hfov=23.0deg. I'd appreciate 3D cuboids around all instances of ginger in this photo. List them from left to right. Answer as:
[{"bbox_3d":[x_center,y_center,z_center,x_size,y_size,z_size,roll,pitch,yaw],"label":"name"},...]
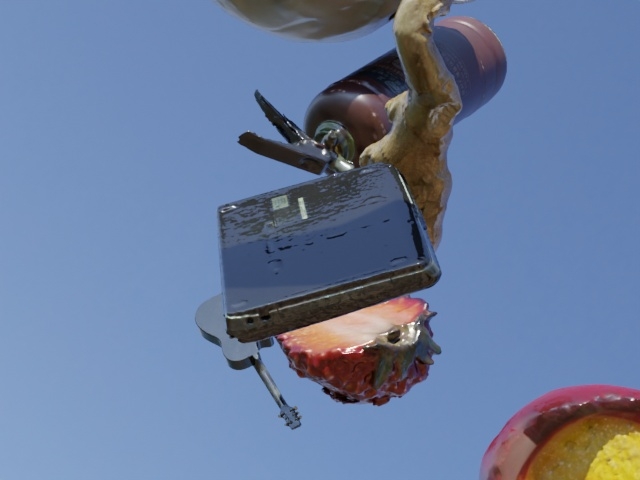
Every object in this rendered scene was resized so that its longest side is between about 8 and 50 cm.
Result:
[{"bbox_3d":[0.074,-0.090,1.265,0.089,0.075,0.288,26,-53,33],"label":"ginger"}]

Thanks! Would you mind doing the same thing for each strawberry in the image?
[{"bbox_3d":[0.034,0.137,1.893,0.236,0.190,0.111,15,-58,52],"label":"strawberry"}]

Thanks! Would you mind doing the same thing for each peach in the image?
[{"bbox_3d":[0.240,0.208,1.257,0.226,0.190,0.196,11,-53,57],"label":"peach"}]

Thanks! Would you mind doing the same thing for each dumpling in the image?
[{"bbox_3d":[-0.030,-0.280,1.555,0.341,0.260,0.181,40,-66,18],"label":"dumpling"}]

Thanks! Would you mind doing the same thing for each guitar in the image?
[{"bbox_3d":[-0.082,0.153,2.006,0.233,0.088,0.025,56,-13,37],"label":"guitar"}]

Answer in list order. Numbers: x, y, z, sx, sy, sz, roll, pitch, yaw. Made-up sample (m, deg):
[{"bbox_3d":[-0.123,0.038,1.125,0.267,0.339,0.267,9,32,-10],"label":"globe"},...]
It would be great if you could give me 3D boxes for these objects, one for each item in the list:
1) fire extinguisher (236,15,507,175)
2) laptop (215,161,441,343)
[{"bbox_3d":[0.048,-0.135,1.536,0.138,0.344,0.102,43,-49,11],"label":"fire extinguisher"},{"bbox_3d":[0.000,0.000,1.142,0.207,0.154,0.026,-102,175,-66],"label":"laptop"}]
